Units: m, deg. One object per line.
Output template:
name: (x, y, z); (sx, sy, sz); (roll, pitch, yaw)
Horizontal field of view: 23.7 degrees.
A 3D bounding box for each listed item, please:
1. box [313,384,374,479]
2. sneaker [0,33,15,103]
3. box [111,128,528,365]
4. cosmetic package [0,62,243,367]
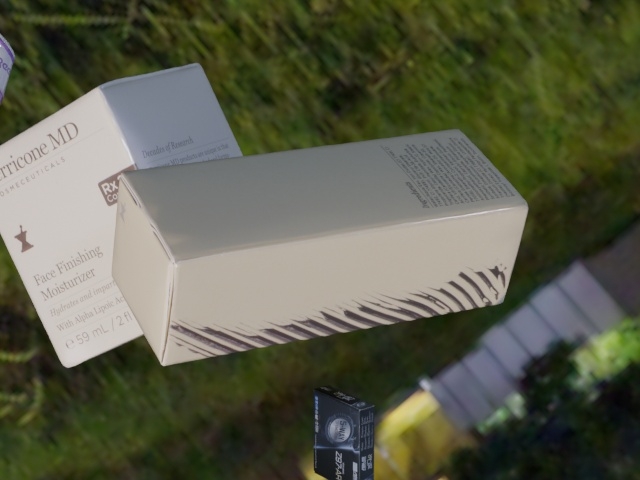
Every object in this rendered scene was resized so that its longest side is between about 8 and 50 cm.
box: (0.021, 0.180, 1.379); (0.018, 0.067, 0.083); (-12, 110, -37)
sneaker: (-0.419, -0.180, 1.403); (0.102, 0.282, 0.161); (108, 2, -67)
box: (0.000, 0.000, 1.079); (0.275, 0.113, 0.094); (-8, 129, -24)
cosmetic package: (-0.150, -0.022, 1.224); (0.151, 0.184, 0.151); (-26, -179, 30)
